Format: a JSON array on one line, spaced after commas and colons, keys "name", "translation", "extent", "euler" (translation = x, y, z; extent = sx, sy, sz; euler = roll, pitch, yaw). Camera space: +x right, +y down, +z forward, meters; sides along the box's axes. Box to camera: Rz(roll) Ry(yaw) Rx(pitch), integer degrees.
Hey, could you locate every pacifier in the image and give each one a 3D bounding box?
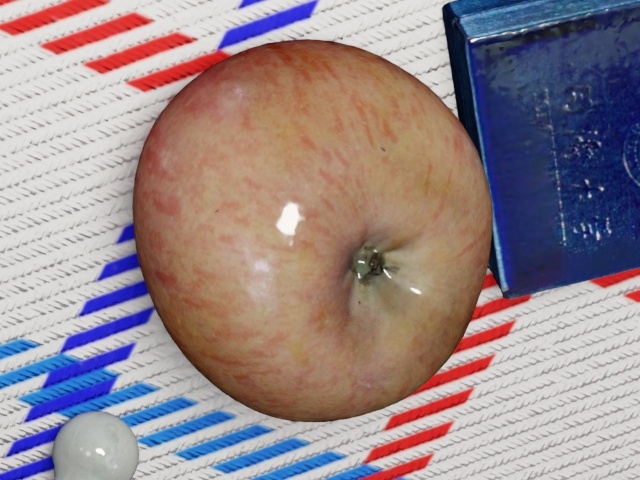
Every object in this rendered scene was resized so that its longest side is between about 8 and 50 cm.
[{"name": "pacifier", "translation": [-0.240, 0.270, 1.682], "extent": [0.287, 0.238, 0.226], "euler": [28, 77, -21]}]

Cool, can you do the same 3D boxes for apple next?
[{"name": "apple", "translation": [0.000, 0.000, 1.521], "extent": [0.344, 0.269, 0.345], "euler": [-4, 116, -9]}]

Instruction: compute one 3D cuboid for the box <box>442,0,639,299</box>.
[{"name": "box", "translation": [0.270, -0.109, 1.609], "extent": [0.279, 0.116, 0.261], "euler": [-13, 118, -2]}]
